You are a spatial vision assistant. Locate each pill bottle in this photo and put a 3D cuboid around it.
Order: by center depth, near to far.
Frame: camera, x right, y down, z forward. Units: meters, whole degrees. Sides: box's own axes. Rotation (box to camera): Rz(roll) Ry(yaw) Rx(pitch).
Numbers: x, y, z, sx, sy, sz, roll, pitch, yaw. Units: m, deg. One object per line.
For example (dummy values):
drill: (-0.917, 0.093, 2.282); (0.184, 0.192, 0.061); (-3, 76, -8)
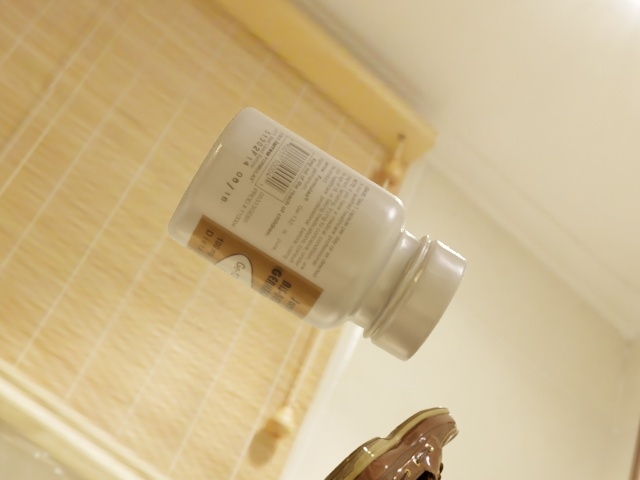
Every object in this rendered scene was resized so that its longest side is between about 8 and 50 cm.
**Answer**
pill bottle: (0.000, 0.000, 1.077); (0.229, 0.131, 0.131); (32, -42, -1)

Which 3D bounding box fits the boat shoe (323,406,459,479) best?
boat shoe: (0.069, 0.189, 1.069); (0.060, 0.178, 0.064); (49, -60, 15)
